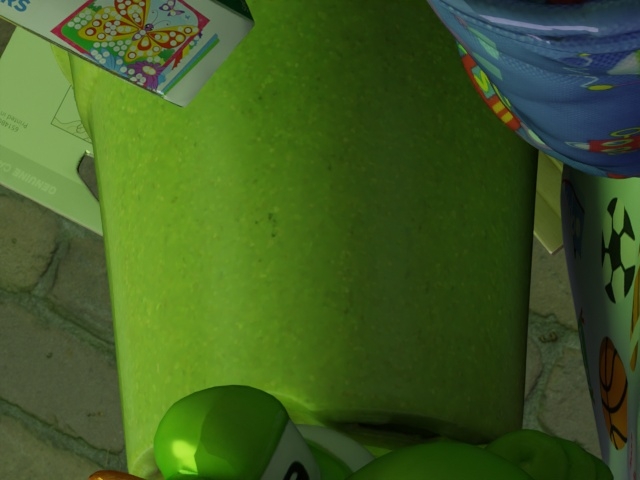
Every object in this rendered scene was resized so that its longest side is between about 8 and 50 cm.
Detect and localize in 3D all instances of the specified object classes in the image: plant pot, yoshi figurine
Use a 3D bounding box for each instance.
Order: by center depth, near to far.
[{"bbox_3d":[0.045,0.176,0.702,0.362,0.203,0.204,56,-167,-56],"label":"yoshi figurine"},{"bbox_3d":[0.000,0.000,0.819,0.276,0.254,0.276,-2,153,-1],"label":"plant pot"}]

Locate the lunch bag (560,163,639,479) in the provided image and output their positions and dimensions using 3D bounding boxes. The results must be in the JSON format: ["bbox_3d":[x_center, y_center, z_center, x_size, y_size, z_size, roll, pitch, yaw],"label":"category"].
[{"bbox_3d":[0.237,0.095,0.746,0.386,0.238,0.328,63,-169,-15],"label":"lunch bag"}]

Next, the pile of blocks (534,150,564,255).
[{"bbox_3d":[0.288,0.008,1.179,0.362,0.149,0.112,25,-179,12],"label":"pile of blocks"}]

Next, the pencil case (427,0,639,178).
[{"bbox_3d":[0.081,-0.093,0.460,0.119,0.133,0.306,-19,173,9],"label":"pencil case"}]

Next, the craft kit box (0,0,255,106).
[{"bbox_3d":[-0.162,-0.191,0.679,0.246,0.061,0.250,21,-149,-38],"label":"craft kit box"}]

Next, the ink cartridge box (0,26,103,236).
[{"bbox_3d":[-0.098,-0.116,1.272,0.296,0.261,0.066,26,-179,17],"label":"ink cartridge box"}]
